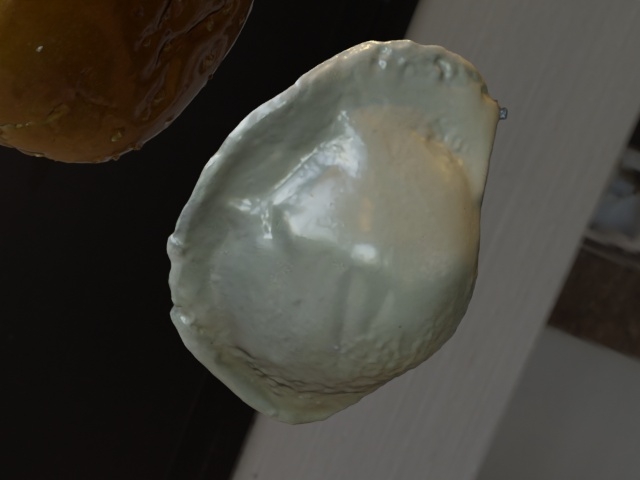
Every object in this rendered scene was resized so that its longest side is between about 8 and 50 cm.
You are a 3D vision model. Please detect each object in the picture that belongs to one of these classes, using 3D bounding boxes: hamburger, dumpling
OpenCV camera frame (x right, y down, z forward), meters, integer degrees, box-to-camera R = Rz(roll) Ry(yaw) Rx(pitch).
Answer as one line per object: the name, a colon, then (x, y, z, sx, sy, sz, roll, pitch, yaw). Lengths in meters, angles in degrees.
hamburger: (-0.172, -0.205, 0.962, 0.170, 0.314, 0.290, 28, -3, 26)
dumpling: (-0.002, 0.004, 0.692, 0.166, 0.216, 0.126, 17, 47, -26)
